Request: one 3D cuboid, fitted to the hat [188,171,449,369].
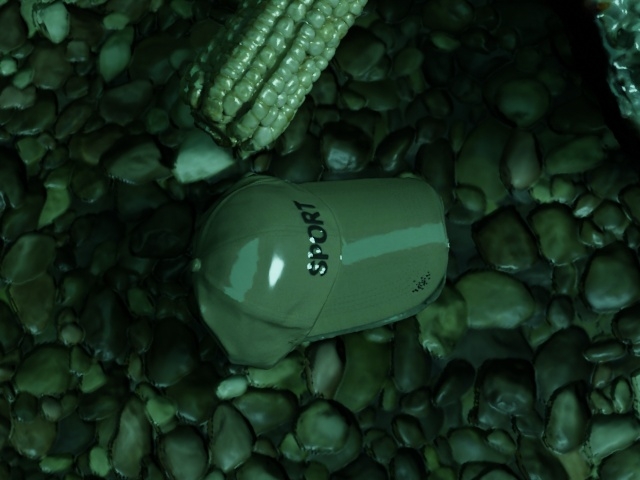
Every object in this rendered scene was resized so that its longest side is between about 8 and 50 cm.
[{"bbox_3d":[0.000,0.000,0.805,0.175,0.085,0.147,-13,75,10],"label":"hat"}]

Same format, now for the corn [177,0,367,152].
[{"bbox_3d":[-0.017,-0.158,0.850,0.087,0.087,0.211,36,81,16],"label":"corn"}]

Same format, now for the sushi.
[{"bbox_3d":[0.225,-0.150,0.771,0.124,0.127,0.225,-22,80,6],"label":"sushi"}]
